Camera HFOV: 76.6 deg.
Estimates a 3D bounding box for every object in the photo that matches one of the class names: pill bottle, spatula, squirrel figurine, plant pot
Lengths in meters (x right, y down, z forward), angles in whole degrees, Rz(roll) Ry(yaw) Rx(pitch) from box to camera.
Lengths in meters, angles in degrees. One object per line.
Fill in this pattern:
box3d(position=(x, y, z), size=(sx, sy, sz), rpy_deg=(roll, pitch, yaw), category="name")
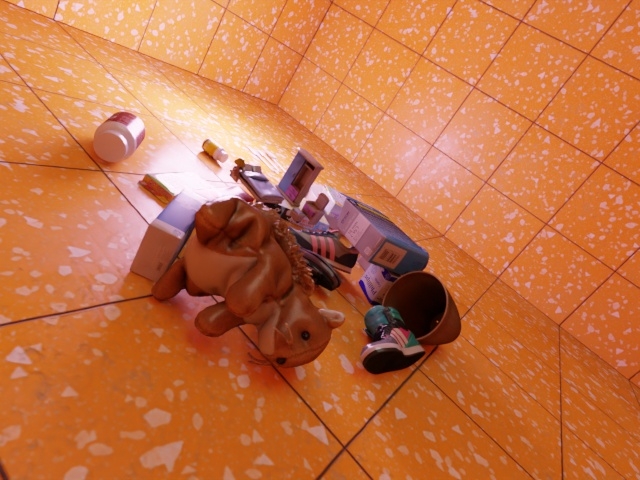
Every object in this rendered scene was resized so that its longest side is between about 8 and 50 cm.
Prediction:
box3d(position=(-0.457, -0.390, 1.767), size=(0.116, 0.065, 0.065), rpy_deg=(39, 22, 15), category="pill bottle")
box3d(position=(-0.639, -0.327, 1.286), size=(0.121, 0.121, 0.216), rpy_deg=(25, 22, -22), category="pill bottle")
box3d(position=(-0.272, -0.433, 2.198), size=(0.242, 0.019, 0.168), rpy_deg=(46, 23, 29), category="spatula")
box3d(position=(-0.112, 0.097, 0.946), size=(0.370, 0.281, 0.397), rpy_deg=(41, 24, 1), category="squirrel figurine")
box3d(position=(0.377, 0.263, 1.389), size=(0.254, 0.237, 0.237), rpy_deg=(35, 16, -39), category="plant pot")

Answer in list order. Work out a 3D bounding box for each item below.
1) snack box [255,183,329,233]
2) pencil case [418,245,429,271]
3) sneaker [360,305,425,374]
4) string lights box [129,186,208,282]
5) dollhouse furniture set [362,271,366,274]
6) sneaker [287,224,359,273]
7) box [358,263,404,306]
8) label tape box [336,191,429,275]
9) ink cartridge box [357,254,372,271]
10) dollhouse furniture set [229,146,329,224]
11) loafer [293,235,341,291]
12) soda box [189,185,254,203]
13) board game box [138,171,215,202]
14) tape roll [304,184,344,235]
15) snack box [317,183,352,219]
box3d(position=(-0.126, -0.143, 1.720), size=(0.321, 0.060, 0.187), rpy_deg=(21, 26, -29), category="snack box")
box3d(position=(0.388, 0.041, 1.977), size=(0.306, 0.133, 0.119), rpy_deg=(27, -11, -20), category="pencil case")
box3d(position=(0.176, 0.271, 1.165), size=(0.295, 0.124, 0.178), rpy_deg=(20, 29, -51), category="sneaker")
box3d(position=(-0.365, -0.022, 1.005), size=(0.076, 0.133, 0.260), rpy_deg=(28, 21, -13), category="string lights box")
box3d(position=(0.217, 0.138, 1.664), size=(0.076, 0.059, 0.152), rpy_deg=(42, 41, 2), category="dollhouse furniture set")
box3d(position=(0.000, 0.000, 1.459), size=(0.318, 0.131, 0.112), rpy_deg=(29, -3, -22), category="sneaker")
box3d(position=(0.219, 0.151, 1.475), size=(0.072, 0.137, 0.126), rpy_deg=(19, 25, -29), category="box")
box3d(position=(0.199, -0.026, 1.487), size=(0.249, 0.115, 0.348), rpy_deg=(21, 19, -37), category="label tape box")
box3d(position=(0.258, 0.083, 1.635), size=(0.190, 0.082, 0.140), rpy_deg=(-25, 72, -46), category="ink cartridge box")
box3d(position=(-0.140, -0.228, 1.534), size=(0.303, 0.198, 0.286), rpy_deg=(1, 40, -51), category="dollhouse furniture set")
box3d(position=(-0.072, 0.073, 1.309), size=(0.302, 0.109, 0.095), rpy_deg=(39, 55, 19), category="loafer")
box3d(position=(-0.329, -0.114, 1.316), size=(0.083, 0.092, 0.263), rpy_deg=(37, 21, 12), category="soda box")
box3d(position=(-0.466, -0.181, 1.348), size=(0.124, 0.039, 0.259), rpy_deg=(37, 24, 11), category="board game box")
box3d(position=(0.098, -0.142, 2.030), size=(0.391, 0.072, 0.392), rpy_deg=(29, 22, -13), category="tape roll")
box3d(position=(0.094, -0.157, 1.860), size=(0.174, 0.070, 0.207), rpy_deg=(24, 22, -26), category="snack box")
